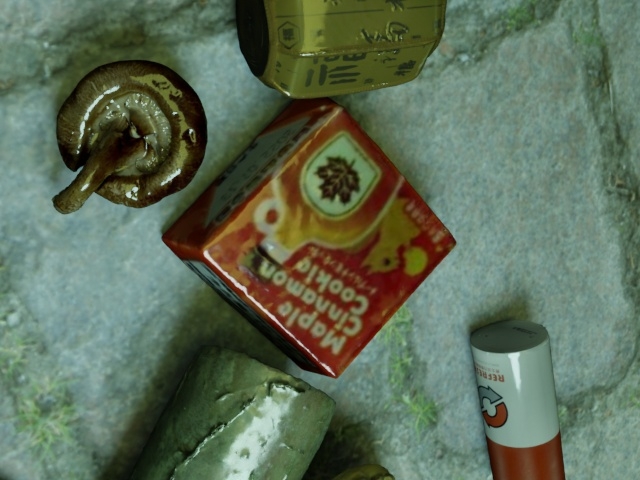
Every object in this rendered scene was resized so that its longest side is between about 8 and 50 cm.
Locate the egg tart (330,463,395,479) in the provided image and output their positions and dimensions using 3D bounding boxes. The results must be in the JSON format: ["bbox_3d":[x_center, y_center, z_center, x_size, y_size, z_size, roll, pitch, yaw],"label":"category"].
[{"bbox_3d":[0.007,0.411,0.688,0.345,0.132,0.345,-37,143,-35],"label":"egg tart"}]

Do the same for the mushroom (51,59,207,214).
[{"bbox_3d":[-0.188,-0.089,0.623,0.170,0.080,0.135,-45,99,-9],"label":"mushroom"}]

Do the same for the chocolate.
[{"bbox_3d":[0.000,0.000,0.700,0.235,0.108,0.237,-46,113,-8],"label":"chocolate"}]

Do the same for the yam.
[{"bbox_3d":[-0.113,0.253,0.663,0.168,0.168,0.304,29,87,-24],"label":"yam"}]

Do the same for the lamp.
[{"bbox_3d":[0.018,-0.222,0.640,0.185,0.161,0.161,-15,104,-19],"label":"lamp"}]

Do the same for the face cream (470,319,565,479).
[{"bbox_3d":[0.255,0.219,0.844,0.096,0.096,0.214,-17,105,-19],"label":"face cream"}]
